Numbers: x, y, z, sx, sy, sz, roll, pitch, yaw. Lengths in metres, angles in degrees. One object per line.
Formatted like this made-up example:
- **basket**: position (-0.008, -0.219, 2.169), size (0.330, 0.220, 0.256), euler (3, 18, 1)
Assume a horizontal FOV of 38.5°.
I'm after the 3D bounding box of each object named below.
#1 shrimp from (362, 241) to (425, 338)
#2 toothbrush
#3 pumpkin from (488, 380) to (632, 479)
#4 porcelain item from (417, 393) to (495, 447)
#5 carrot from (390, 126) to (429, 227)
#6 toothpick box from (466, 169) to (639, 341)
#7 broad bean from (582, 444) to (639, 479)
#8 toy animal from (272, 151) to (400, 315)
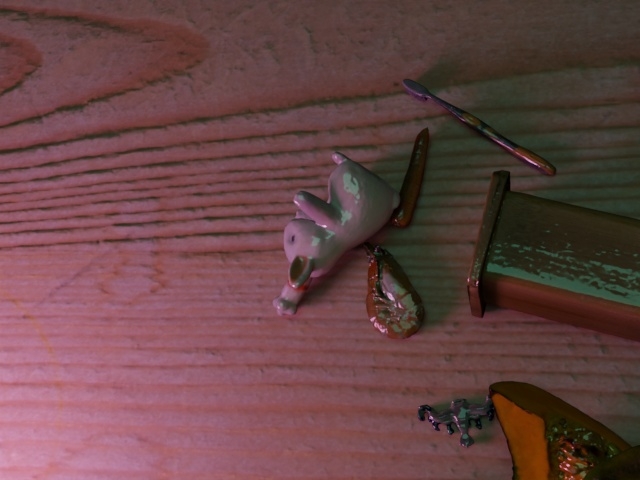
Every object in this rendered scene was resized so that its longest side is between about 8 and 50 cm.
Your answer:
- **shrimp**: position (0.109, 0.077, 1.508), size (0.091, 0.043, 0.184), euler (-23, 65, 10)
- **toothbrush**: position (0.268, -0.198, 1.578), size (0.321, 0.031, 0.023), euler (35, 83, 25)
- **pumpkin**: position (0.336, 0.324, 1.313), size (0.278, 0.111, 0.163), euler (30, 111, 11)
- **porcelain item**: position (0.219, 0.280, 1.405), size (0.136, 0.021, 0.075), euler (-12, 66, 11)
- **carrot**: position (0.158, -0.109, 1.574), size (0.037, 0.037, 0.190), euler (11, 70, 20)
- **toothpick box**: position (0.390, 0.041, 1.370), size (0.308, 0.187, 0.190), euler (13, 72, 17)
- **broad bean**: position (0.443, 0.327, 1.159), size (0.292, 0.049, 0.144), euler (-20, 77, 37)
- **toy animal**: position (-0.004, -0.015, 1.524), size (0.282, 0.140, 0.138), euler (-43, 75, -4)
